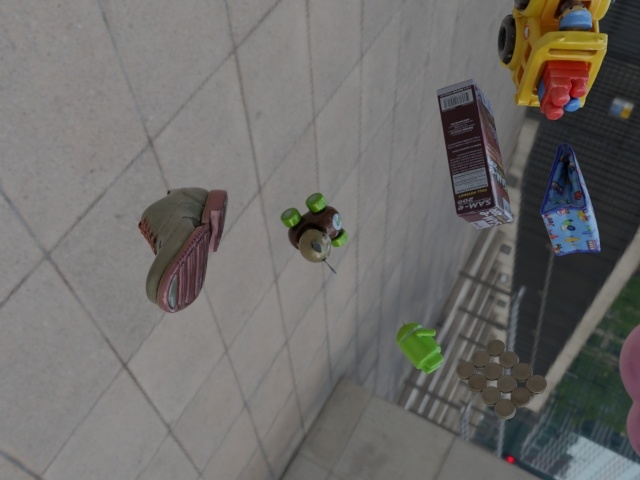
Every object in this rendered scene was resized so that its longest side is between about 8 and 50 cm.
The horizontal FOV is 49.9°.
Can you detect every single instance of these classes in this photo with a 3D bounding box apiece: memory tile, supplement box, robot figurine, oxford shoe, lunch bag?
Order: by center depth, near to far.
[{"bbox_3d":[-0.246,0.007,1.142,0.348,0.130,0.123,-81,-178,-66],"label":"oxford shoe"},{"bbox_3d":[0.278,-0.151,1.237,0.130,0.073,0.240,19,61,-60],"label":"supplement box"},{"bbox_3d":[0.334,0.256,1.278,0.113,0.148,0.012,-35,134,-9],"label":"memory tile"},{"bbox_3d":[0.203,0.219,1.427,0.067,0.115,0.101,-28,152,-25],"label":"robot figurine"},{"bbox_3d":[0.768,-0.138,2.104,0.221,0.138,0.293,53,41,-43],"label":"lunch bag"}]

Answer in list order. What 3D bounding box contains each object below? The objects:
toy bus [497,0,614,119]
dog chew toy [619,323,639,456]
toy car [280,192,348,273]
[{"bbox_3d":[0.367,-0.299,1.047,0.220,0.149,0.212,93,0,-54],"label":"toy bus"},{"bbox_3d":[0.600,0.294,1.131,0.206,0.206,0.332,50,46,-71],"label":"dog chew toy"},{"bbox_3d":[0.000,0.000,1.731,0.149,0.188,0.155,-31,122,4],"label":"toy car"}]
